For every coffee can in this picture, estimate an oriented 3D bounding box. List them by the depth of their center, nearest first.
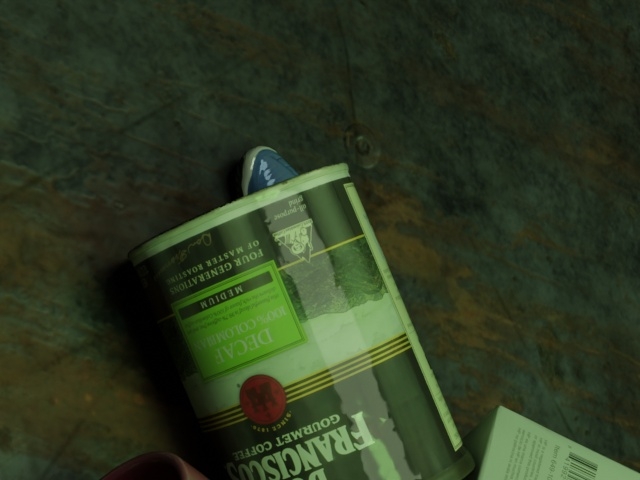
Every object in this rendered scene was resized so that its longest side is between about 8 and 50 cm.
[{"bbox_3d":[-0.017,0.099,1.292,0.201,0.201,0.275,-21,87,-43],"label":"coffee can"}]

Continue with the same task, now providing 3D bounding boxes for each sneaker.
[{"bbox_3d":[0.000,0.000,1.427,0.080,0.081,0.211,-39,99,-41],"label":"sneaker"}]

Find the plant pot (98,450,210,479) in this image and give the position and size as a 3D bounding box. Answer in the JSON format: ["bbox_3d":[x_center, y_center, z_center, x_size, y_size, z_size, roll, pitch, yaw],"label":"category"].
[{"bbox_3d":[-0.104,0.288,1.145,0.180,0.201,0.201,42,51,-23],"label":"plant pot"}]

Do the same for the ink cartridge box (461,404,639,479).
[{"bbox_3d":[0.211,0.315,1.349,0.270,0.197,0.198,26,53,-6],"label":"ink cartridge box"}]
